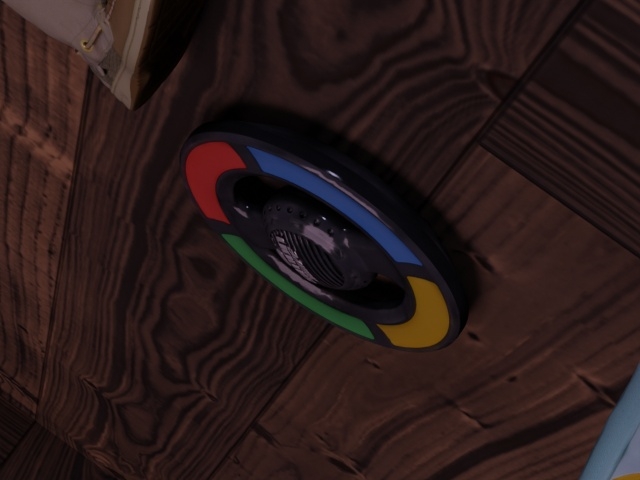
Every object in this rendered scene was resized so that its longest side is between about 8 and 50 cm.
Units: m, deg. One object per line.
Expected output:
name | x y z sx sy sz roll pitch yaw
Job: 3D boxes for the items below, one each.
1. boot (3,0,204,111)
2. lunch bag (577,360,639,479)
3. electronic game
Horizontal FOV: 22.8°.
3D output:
boot | -0.147 -0.169 0.922 0.165 0.077 0.213 38 161 0
lunch bag | 0.247 0.178 0.848 0.262 0.223 0.160 38 151 -5
electronic game | 0.000 0.000 1.086 0.229 0.048 0.229 30 158 13
